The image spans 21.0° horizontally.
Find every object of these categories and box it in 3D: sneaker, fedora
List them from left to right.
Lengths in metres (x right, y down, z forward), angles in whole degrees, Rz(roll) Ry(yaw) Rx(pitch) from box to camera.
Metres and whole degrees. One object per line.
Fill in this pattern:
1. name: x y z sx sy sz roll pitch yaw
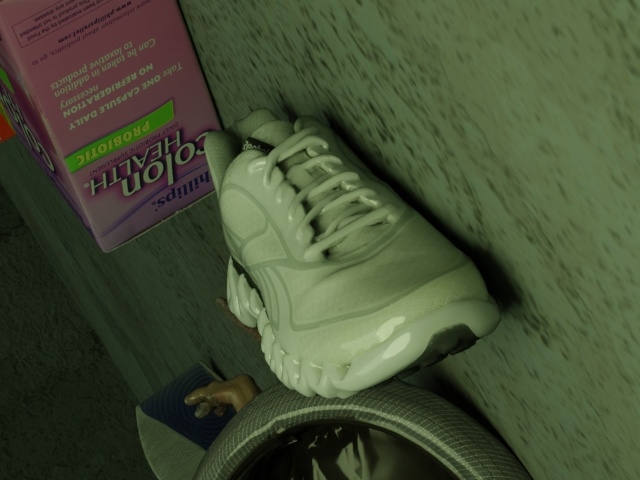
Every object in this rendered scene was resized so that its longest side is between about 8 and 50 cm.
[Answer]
1. sneaker: -0.094 0.309 1.967 0.315 0.127 0.182 52 164 22
2. sneaker: 0.000 0.000 0.911 0.292 0.110 0.118 28 138 67
3. fedora: 0.043 0.207 1.052 0.275 0.243 0.124 55 -163 5

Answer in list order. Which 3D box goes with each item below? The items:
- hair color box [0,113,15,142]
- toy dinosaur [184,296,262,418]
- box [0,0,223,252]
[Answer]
1. hair color box: -0.274 -0.137 1.509 0.093 0.167 0.053 42 160 52
2. toy dinosaur: 0.015 0.164 1.213 0.200 0.127 0.296 33 141 48
3. box: -0.183 -0.155 1.220 0.213 0.117 0.243 49 165 40
